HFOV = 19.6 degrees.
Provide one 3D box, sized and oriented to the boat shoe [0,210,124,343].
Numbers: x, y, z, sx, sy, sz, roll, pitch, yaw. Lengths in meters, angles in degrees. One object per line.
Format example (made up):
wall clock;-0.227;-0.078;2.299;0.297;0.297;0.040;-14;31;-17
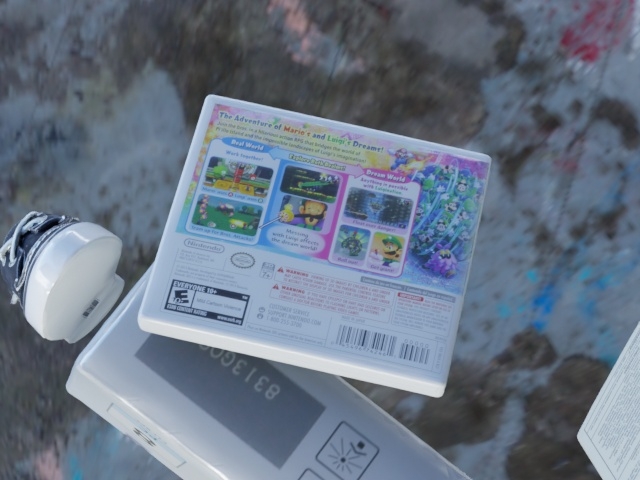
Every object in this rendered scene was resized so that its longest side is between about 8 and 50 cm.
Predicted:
boat shoe;-0.244;0.021;1.676;0.102;0.301;0.108;39;84;3

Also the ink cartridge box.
ink cartridge box;-0.015;0.160;1.128;0.308;0.385;0.091;37;74;-2

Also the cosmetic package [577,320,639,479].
cosmetic package;0.354;0.201;1.666;0.113;0.309;0.160;21;108;-18

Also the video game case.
video game case;0.000;0.000;0.952;0.157;0.019;0.143;12;58;3
